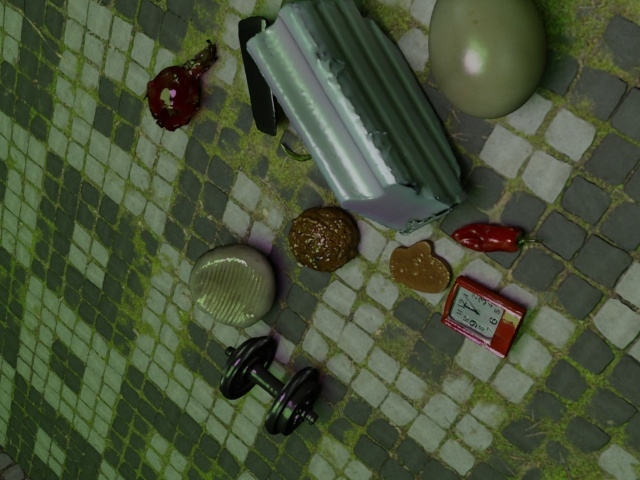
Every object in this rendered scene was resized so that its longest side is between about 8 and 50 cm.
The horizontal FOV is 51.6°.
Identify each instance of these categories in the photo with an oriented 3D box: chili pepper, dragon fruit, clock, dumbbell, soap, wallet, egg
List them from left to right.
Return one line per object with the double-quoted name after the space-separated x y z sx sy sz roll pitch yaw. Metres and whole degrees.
-0.320 -0.368 1.553 0.246 0.125 0.125 -43 67 21 "dragon fruit"
-0.124 -0.350 1.410 0.168 0.052 0.245 -142 43 -64 "wallet"
-0.125 0.353 1.628 0.290 0.192 0.192 34 123 20 "dumbbell"
-0.056 -0.195 1.483 0.083 0.017 0.030 21 118 24 "chili pepper"
0.086 -0.220 1.219 0.156 0.261 0.446 -32 89 38 "soap"
0.326 0.146 1.322 0.155 0.061 0.113 29 122 27 "clock"
0.272 -0.328 1.095 0.189 0.189 0.253 -13 92 37 "egg"
0.329 -0.005 1.266 0.191 0.050 0.059 3 126 42 "chili pepper"

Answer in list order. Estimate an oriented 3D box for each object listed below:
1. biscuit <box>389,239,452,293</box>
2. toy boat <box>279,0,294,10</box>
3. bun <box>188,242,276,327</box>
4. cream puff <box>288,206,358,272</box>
0.211 0.051 1.386 0.140 0.023 0.118 25 120 26 "biscuit"
-0.050 -0.396 1.378 0.093 0.055 0.293 21 118 30 "toy boat"
-0.209 0.097 1.623 0.231 0.133 0.231 5 118 9 "bun"
0.000 0.000 1.454 0.165 0.115 0.150 -30 93 37 "cream puff"
